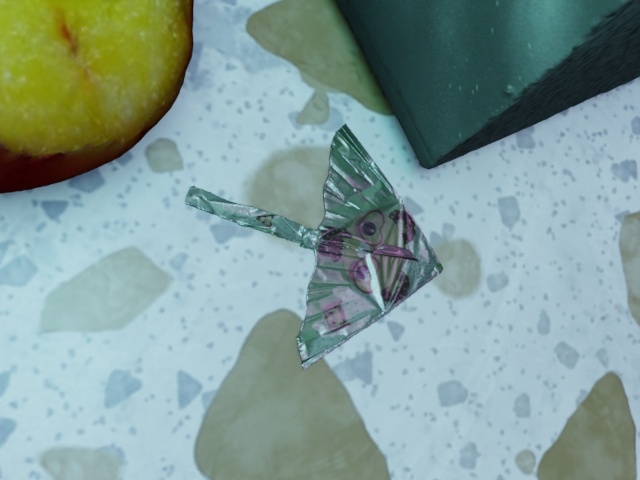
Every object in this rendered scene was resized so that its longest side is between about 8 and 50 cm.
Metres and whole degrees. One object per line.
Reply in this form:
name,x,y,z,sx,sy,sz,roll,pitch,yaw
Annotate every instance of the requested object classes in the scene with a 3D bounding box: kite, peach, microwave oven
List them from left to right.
peach,-0.208,-0.198,0.455,0.280,0.338,0.281,12,46,-13
kite,-0.001,0.000,0.664,0.250,0.012,0.229,15,77,-14
microwave oven,0.264,-0.283,0.589,0.431,0.374,0.236,-25,83,-18
